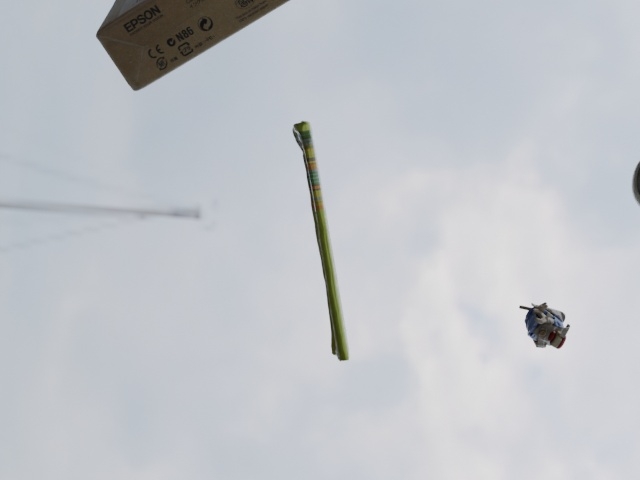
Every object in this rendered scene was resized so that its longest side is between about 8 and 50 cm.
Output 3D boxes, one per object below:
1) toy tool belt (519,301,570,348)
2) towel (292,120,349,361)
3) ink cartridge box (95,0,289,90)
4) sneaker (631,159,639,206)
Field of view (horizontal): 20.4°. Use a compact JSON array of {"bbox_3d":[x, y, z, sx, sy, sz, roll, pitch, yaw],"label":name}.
[{"bbox_3d":[0.257,0.099,2.087,0.052,0.051,0.083,-59,-173,12],"label":"toy tool belt"},{"bbox_3d":[0.000,0.000,1.759,0.102,0.021,0.237,-11,91,-88],"label":"towel"},{"bbox_3d":[-0.127,-0.288,2.037,0.235,0.088,0.193,-30,-160,16],"label":"ink cartridge box"},{"bbox_3d":[0.444,-0.041,1.686,0.178,0.295,0.124,32,67,-80],"label":"sneaker"}]
